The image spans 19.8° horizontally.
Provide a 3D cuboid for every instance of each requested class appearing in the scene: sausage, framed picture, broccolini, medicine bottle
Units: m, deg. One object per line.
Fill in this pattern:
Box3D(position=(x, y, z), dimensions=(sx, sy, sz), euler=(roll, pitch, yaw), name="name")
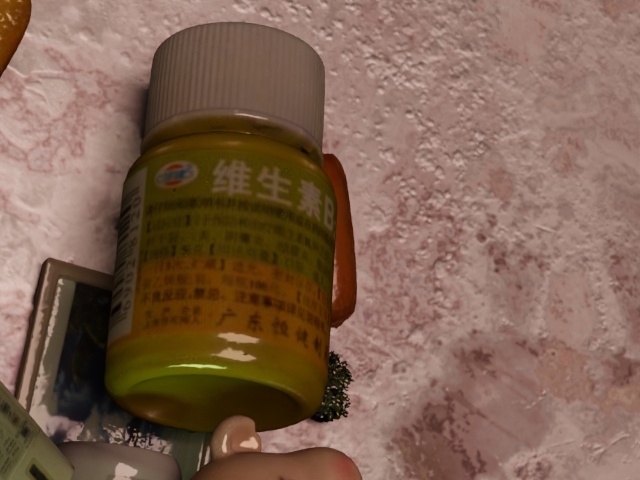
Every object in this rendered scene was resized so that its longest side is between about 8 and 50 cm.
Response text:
Box3D(position=(0.000, 0.000, 2.009), dimensions=(0.076, 0.076, 0.197), euler=(-3, 82, -25), name="sausage")
Box3D(position=(-0.212, 0.195, 1.898), dimensions=(0.232, 0.024, 0.315), euler=(16, 74, -22), name="framed picture")
Box3D(position=(-0.050, 0.176, 1.944), dimensions=(0.201, 0.058, 0.074), euler=(-16, 85, -36), name="broccolini")
Box3D(position=(-0.095, -0.012, 1.869), dimensions=(0.224, 0.224, 0.384), euler=(13, 63, -22), name="medicine bottle")
Box3D(position=(-0.213, 0.312, 1.785), dimensions=(0.135, 0.135, 0.215), euler=(13, 75, -22), name="medicine bottle")

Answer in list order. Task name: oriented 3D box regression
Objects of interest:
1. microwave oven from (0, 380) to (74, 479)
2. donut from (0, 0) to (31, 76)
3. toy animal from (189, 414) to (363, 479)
Box3D(position=(-0.447, 0.274, 1.534), dimensions=(0.394, 0.333, 0.247), euler=(-61, 143, -30), name="microwave oven")
Box3D(position=(-0.444, -0.231, 1.835), dimensions=(0.303, 0.110, 0.303), euler=(6, 76, -26), name="donut")
Box3D(position=(-0.022, 0.289, 1.766), dimensions=(0.345, 0.277, 0.247), euler=(-62, 138, -53), name="toy animal")
